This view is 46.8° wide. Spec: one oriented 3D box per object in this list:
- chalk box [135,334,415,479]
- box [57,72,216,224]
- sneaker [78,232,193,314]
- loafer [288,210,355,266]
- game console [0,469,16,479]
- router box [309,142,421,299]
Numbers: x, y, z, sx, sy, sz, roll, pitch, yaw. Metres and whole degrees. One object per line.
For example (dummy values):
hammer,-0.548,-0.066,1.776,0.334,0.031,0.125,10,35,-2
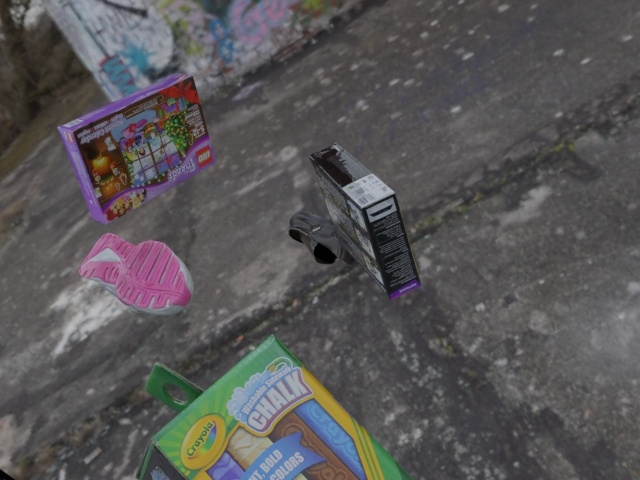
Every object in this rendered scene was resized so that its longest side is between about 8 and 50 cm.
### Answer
chalk box,-0.077,0.241,0.813,0.179,0.289,0.180,-37,-12,-33
box,-0.354,-0.188,1.479,0.057,0.201,0.293,18,42,39
sneaker,-0.262,0.062,1.136,0.252,0.111,0.103,18,71,47
loafer,0.000,0.000,1.328,0.220,0.080,0.078,9,72,60
game console,-0.331,0.206,0.643,0.213,0.361,0.044,-5,44,30
router box,0.051,-0.028,0.900,0.046,0.133,0.179,-25,32,-9
